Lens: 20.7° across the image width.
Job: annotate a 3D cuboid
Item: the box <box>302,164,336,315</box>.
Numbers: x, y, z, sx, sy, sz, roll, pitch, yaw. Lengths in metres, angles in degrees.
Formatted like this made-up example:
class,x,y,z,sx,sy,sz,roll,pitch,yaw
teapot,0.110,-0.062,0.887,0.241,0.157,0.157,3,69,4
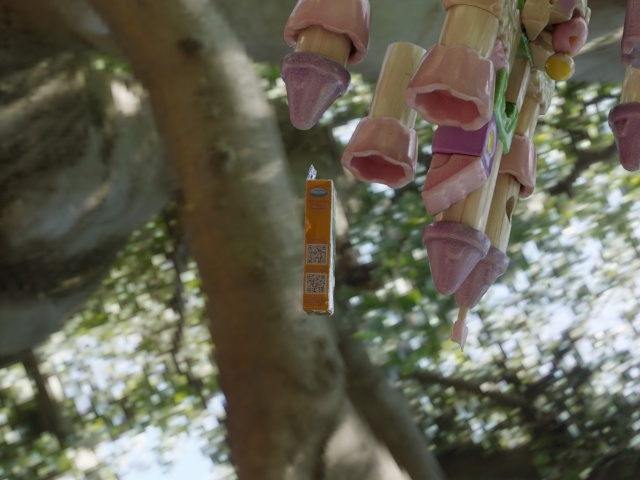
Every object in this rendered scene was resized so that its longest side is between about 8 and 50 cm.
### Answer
class,x,y,z,sx,sy,sz,roll,pitch,yaw
box,0.000,0.000,1.627,0.028,0.081,0.136,3,-95,4

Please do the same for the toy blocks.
class,x,y,z,sx,sy,sz,roll,pitch,yaw
toy blocks,0.137,-0.078,1.373,0.309,0.288,0.260,8,-112,17
